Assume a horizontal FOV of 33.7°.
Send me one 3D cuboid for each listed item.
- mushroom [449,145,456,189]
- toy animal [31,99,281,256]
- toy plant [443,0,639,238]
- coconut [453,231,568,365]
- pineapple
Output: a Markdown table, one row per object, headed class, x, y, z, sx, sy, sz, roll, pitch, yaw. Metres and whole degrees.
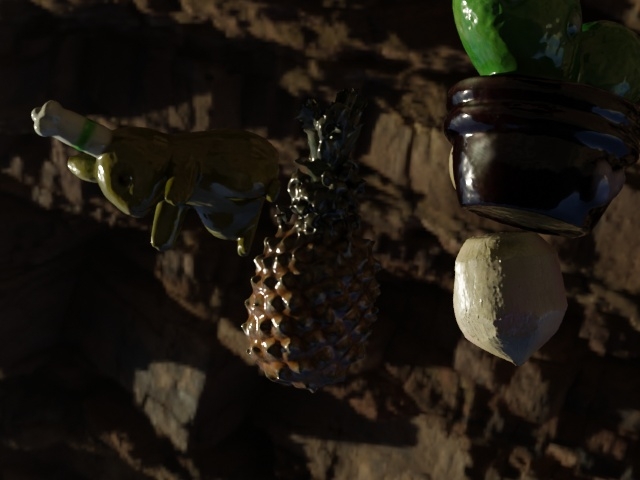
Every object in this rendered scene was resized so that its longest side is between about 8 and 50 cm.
| class | x | y | z | sx | sy | sz | roll | pitch | yaw |
| --- | --- | --- | --- | --- | --- | --- | --- | --- | --- |
| mushroom | 0.306 | -0.149 | 1.696 | 0.207 | 0.207 | 0.215 | 2 | -133 | -3 |
| toy animal | -0.237 | -0.087 | 1.540 | 0.363 | 0.181 | 0.180 | 2 | -120 | -16 |
| toy plant | 0.198 | -0.131 | 0.944 | 0.218 | 0.235 | 0.175 | 17 | 171 | -34 |
| coconut | 0.176 | 0.054 | 0.981 | 0.110 | 0.124 | 0.110 | -4 | -178 | 0 |
| pineapple | 0.000 | 0.000 | 1.257 | 0.175 | 0.361 | 0.175 | 6 | -153 | -3 |
